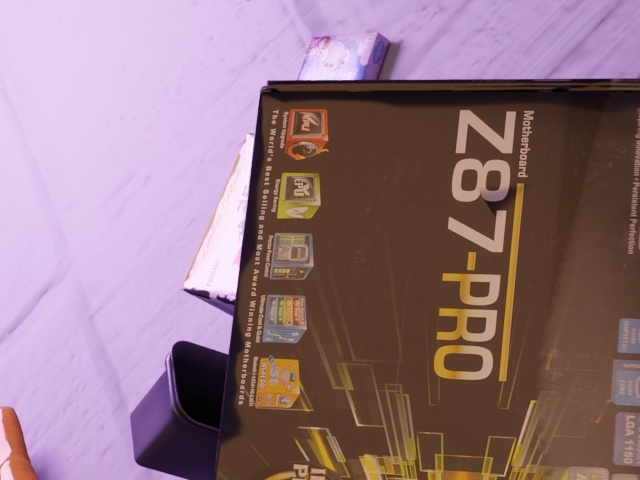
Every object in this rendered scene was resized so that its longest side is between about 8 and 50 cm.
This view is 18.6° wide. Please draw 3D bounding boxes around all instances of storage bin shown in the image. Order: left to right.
[{"bbox_3d":[-0.092,0.150,1.629,0.091,0.135,0.098,-44,40,33],"label":"storage bin"}]

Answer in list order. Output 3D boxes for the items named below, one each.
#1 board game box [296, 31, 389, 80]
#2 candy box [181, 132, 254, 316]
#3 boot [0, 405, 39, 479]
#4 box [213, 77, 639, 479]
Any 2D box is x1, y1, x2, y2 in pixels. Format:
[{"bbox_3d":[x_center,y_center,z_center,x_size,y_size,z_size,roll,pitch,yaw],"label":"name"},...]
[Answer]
[{"bbox_3d":[0.013,-0.145,1.786,0.090,0.020,0.090,2,68,46],"label":"board game box"},{"bbox_3d":[0.000,0.000,1.667,0.233,0.071,0.159,10,74,50],"label":"candy box"},{"bbox_3d":[-0.280,0.236,1.790,0.295,0.104,0.211,-36,44,32],"label":"boot"},{"bbox_3d":[0.095,0.088,1.325,0.318,0.097,0.395,3,76,19],"label":"box"}]
